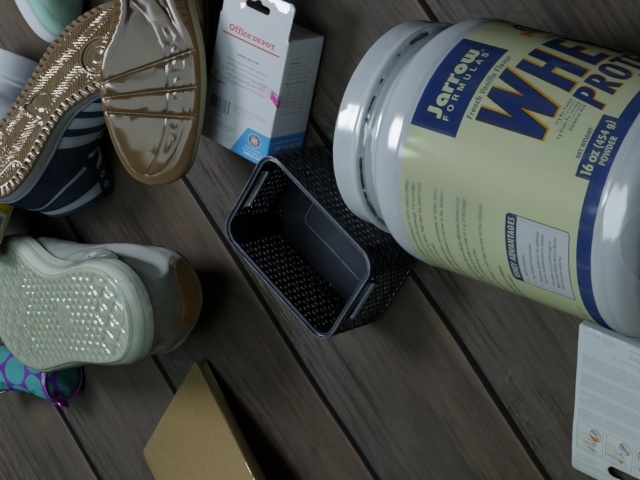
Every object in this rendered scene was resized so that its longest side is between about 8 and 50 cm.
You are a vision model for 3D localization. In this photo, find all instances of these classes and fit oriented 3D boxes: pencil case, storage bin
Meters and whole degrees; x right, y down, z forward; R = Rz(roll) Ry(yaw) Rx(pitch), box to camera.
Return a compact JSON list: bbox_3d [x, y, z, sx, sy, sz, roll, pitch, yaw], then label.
[{"bbox_3d":[-0.373,0.170,2.199,0.151,0.064,0.070,2,86,41],"label":"pencil case"},{"bbox_3d":[0.000,0.000,1.821,0.180,0.084,0.122,48,127,23],"label":"storage bin"}]

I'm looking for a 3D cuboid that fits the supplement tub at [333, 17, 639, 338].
[{"bbox_3d":[0.197,-0.066,1.531,0.325,0.235,0.235,20,113,36],"label":"supplement tub"}]

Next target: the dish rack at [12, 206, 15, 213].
[{"bbox_3d":[-0.514,-0.141,2.226,0.208,0.074,0.271,-7,101,41],"label":"dish rack"}]

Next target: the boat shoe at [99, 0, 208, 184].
[{"bbox_3d":[-0.166,-0.233,1.888,0.123,0.123,0.342,-6,91,23],"label":"boat shoe"}]

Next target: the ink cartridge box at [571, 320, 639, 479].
[{"bbox_3d":[0.310,0.166,1.633,0.145,0.045,0.179,24,134,34],"label":"ink cartridge box"}]

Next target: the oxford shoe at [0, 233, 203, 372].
[{"bbox_3d":[-0.280,0.069,2.063,0.449,0.130,0.169,2,106,56],"label":"oxford shoe"}]

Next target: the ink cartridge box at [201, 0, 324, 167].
[{"bbox_3d":[-0.060,-0.182,1.843,0.104,0.061,0.181,29,119,34],"label":"ink cartridge box"}]

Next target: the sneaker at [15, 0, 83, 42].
[{"bbox_3d":[-0.278,-0.351,1.974,0.151,0.094,0.256,6,106,37],"label":"sneaker"}]

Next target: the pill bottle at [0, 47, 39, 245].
[{"bbox_3d":[-0.419,-0.110,2.086,0.136,0.136,0.246,16,86,38],"label":"pill bottle"}]

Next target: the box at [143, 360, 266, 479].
[{"bbox_3d":[-0.134,0.267,2.003,0.164,0.021,0.201,-59,44,32],"label":"box"}]

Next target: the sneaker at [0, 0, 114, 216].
[{"bbox_3d":[-0.272,-0.147,2.028,0.099,0.153,0.282,42,94,29],"label":"sneaker"}]
